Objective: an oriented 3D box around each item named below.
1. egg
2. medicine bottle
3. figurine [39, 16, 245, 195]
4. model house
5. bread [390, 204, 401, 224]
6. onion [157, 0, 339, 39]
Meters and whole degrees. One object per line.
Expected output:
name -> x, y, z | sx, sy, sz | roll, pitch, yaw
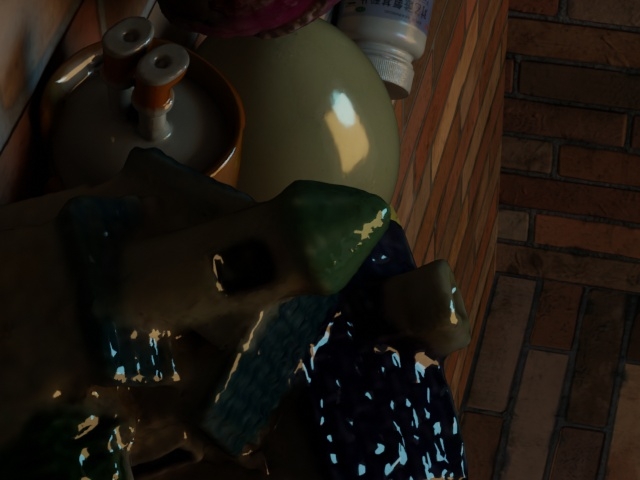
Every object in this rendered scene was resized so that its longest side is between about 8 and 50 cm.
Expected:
egg -> -0.030, -0.080, 1.580 | 0.241, 0.186, 0.186 | 74, 26, -45
medicine bottle -> 0.072, -0.257, 2.167 | 0.103, 0.103, 0.186 | 54, 46, -74
figurine -> -0.123, -0.036, 1.317 | 0.143, 0.143, 0.271 | -69, 179, -48
model house -> -0.050, 0.078, 1.189 | 0.298, 0.284, 0.243 | 58, 12, -70
bread -> 0.000, 0.000, 1.879 | 0.204, 0.163, 0.262 | -4, 80, -77
onion -> -0.016, -0.240, 1.315 | 0.348, 0.159, 0.267 | -104, -158, -53
